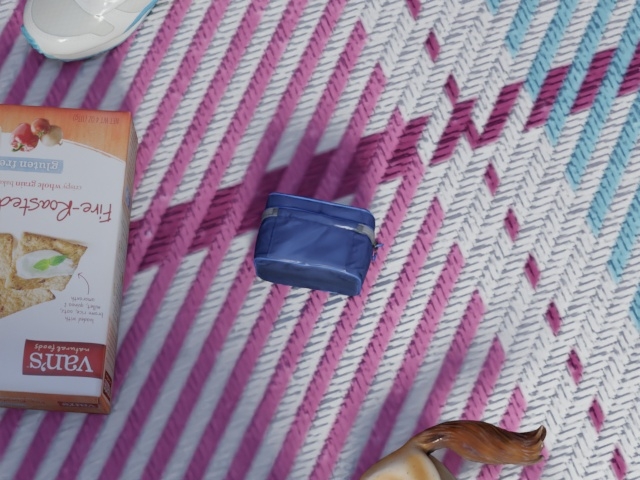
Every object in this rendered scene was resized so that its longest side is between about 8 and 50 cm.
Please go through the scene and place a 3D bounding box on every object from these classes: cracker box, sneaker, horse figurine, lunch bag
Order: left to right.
[{"bbox_3d":[-0.231,0.012,1.375,0.155,0.067,0.232,3,73,1],"label":"cracker box"},{"bbox_3d":[-0.148,-0.234,1.443,0.228,0.092,0.087,-37,78,-10],"label":"sneaker"},{"bbox_3d":[0.000,0.000,1.380,0.098,0.067,0.065,10,73,2],"label":"lunch bag"},{"bbox_3d":[0.062,0.230,1.302,0.174,0.066,0.263,31,82,18],"label":"horse figurine"}]
